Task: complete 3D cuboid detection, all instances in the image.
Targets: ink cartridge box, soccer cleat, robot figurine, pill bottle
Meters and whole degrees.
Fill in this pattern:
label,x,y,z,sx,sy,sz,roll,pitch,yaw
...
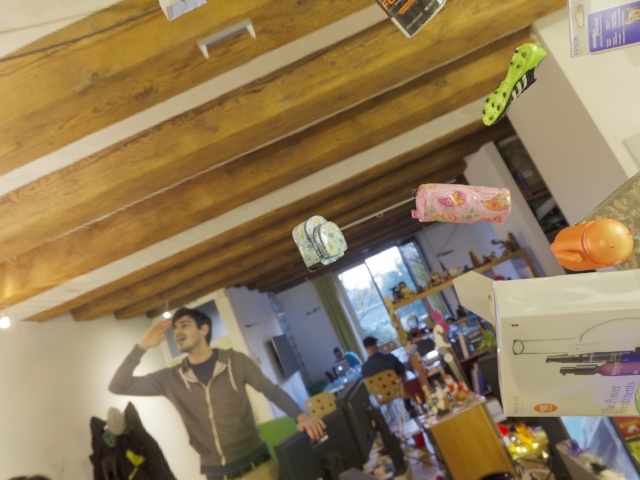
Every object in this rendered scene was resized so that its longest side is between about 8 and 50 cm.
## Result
label,x,y,z,sx,sy,sz,roll,pitch,yaw
ink cartridge box,-0.423,-0.744,1.346,0.135,0.056,0.099,-33,10,-10
soccer cleat,0.407,-0.320,0.927,0.073,0.060,0.178,0,-46,-23
robot figurine,0.716,0.015,1.165,0.158,0.128,0.219,13,-12,-9
ink cartridge box,0.744,-0.587,1.115,0.209,0.206,0.045,-3,9,26
pill bottle,0.192,-0.655,1.126,0.130,0.246,0.130,-45,13,14

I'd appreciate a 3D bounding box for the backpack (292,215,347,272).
label,x,y,z,sx,sy,sz,roll,pitch,yaw
backpack,0.000,0.000,1.018,0.084,0.114,0.105,-33,-5,37

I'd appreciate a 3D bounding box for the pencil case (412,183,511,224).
label,x,y,z,sx,sy,sz,roll,pitch,yaw
pencil case,0.432,-0.110,1.358,0.285,0.124,0.124,1,-13,-1

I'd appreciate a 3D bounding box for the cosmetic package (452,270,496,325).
label,x,y,z,sx,sy,sz,roll,pitch,yaw
cosmetic package,0.611,0.211,1.659,0.107,0.127,0.238,-25,16,-10

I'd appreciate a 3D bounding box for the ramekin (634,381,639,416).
label,x,y,z,sx,sy,sz,roll,pitch,yaw
ramekin,0.510,0.198,0.461,0.304,0.148,0.303,-24,-8,-4

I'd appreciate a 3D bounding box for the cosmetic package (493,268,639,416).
label,x,y,z,sx,sy,sz,roll,pitch,yaw
cosmetic package,0.500,0.220,0.865,0.285,0.097,0.377,-6,-48,19

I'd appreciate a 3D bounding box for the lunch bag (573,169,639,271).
label,x,y,z,sx,sy,sz,roll,pitch,yaw
lunch bag,0.906,-0.037,1.257,0.287,0.235,0.169,-39,-17,-2
